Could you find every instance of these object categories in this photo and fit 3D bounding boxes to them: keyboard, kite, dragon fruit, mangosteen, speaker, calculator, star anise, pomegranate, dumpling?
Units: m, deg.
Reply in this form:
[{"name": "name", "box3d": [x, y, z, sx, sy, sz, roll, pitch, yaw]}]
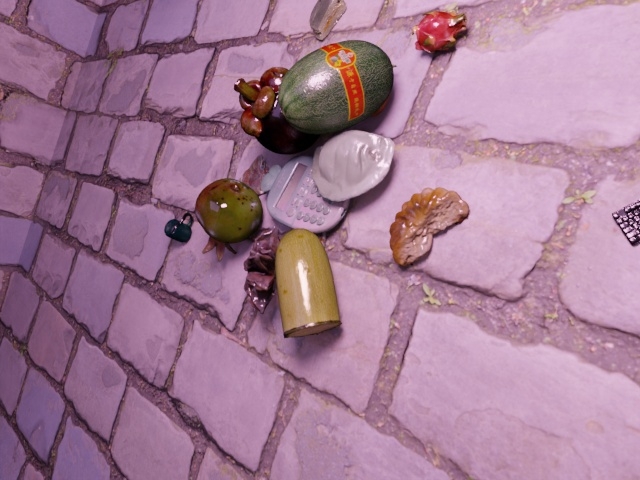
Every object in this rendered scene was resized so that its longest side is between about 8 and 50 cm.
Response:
[{"name": "keyboard", "box3d": [0.535, -0.065, 0.718, 0.195, 0.018, 0.060, -36, 59, 30]}, {"name": "kite", "box3d": [-0.227, -0.143, 1.427, 0.229, 0.016, 0.127, -36, 53, 28]}, {"name": "dragon fruit", "box3d": [0.253, -0.442, 1.039, 0.116, 0.081, 0.086, 9, 73, 44]}, {"name": "mangosteen", "box3d": [-0.108, -0.325, 1.214, 0.211, 0.249, 0.212, -21, 60, 42]}, {"name": "speaker", "box3d": [-0.433, -0.041, 1.541, 0.094, 0.075, 0.060, -41, 53, 14]}, {"name": "calculator", "box3d": [-0.044, -0.117, 1.225, 0.295, 0.042, 0.184, 29, 90, 41]}, {"name": "star anise", "box3d": [-0.142, 0.062, 1.192, 0.231, 0.089, 0.209, -138, 61, -80]}, {"name": "pomegranate", "box3d": [-0.254, -0.053, 1.327, 0.182, 0.181, 0.224, 53, 128, 38]}, {"name": "dumpling", "box3d": [0.074, -0.171, 1.111, 0.219, 0.108, 0.153, 0, 104, 40]}]

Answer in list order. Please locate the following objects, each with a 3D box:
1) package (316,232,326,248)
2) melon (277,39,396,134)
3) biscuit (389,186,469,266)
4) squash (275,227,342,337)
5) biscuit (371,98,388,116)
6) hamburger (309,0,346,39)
[{"name": "package", "box3d": [0.000, 0.000, 1.180, 0.037, 0.015, 0.111, 2, 81, 37]}, {"name": "melon", "box3d": [0.045, -0.337, 1.079, 0.287, 0.182, 0.182, -28, 49, -16]}, {"name": "biscuit", "box3d": [0.195, -0.039, 0.986, 0.183, 0.061, 0.118, -50, 49, 20]}, {"name": "squash", "box3d": [-0.039, 0.084, 1.104, 0.132, 0.132, 0.247, -27, 65, 34]}, {"name": "biscuit", "box3d": [0.129, -0.337, 1.162, 0.078, 0.015, 0.091, 29, 97, 44]}, {"name": "hamburger", "box3d": [0.010, -0.610, 1.326, 0.121, 0.054, 0.084, -56, 50, 24]}]
